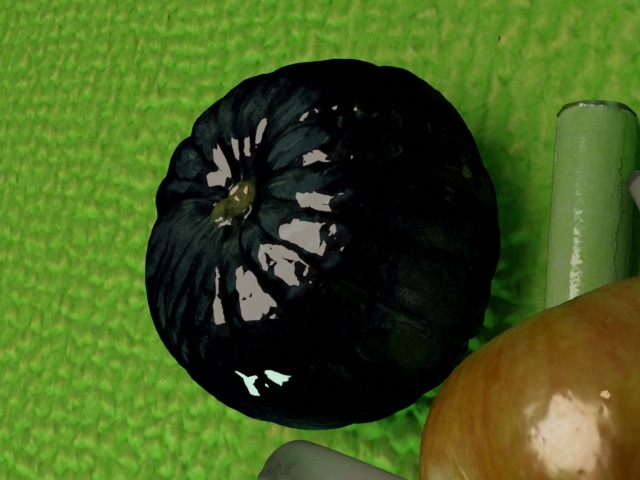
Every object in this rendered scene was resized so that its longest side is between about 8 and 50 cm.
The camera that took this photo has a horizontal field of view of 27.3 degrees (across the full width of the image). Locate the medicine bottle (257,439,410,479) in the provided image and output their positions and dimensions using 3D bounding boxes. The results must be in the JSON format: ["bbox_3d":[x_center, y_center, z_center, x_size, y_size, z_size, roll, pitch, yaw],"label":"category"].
[{"bbox_3d":[0.017,0.342,1.086,0.241,0.241,0.302,11,75,49],"label":"medicine bottle"}]

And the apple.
[{"bbox_3d":[0.216,0.157,0.924,0.286,0.286,0.233,-36,72,33],"label":"apple"}]

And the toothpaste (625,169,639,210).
[{"bbox_3d":[0.326,0.050,1.039,0.282,0.068,0.099,65,150,33],"label":"toothpaste"}]

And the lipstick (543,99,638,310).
[{"bbox_3d":[0.231,0.027,1.136,0.076,0.076,0.304,-9,69,45],"label":"lipstick"}]

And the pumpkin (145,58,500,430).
[{"bbox_3d":[0.000,0.000,1.253,0.363,0.266,0.363,-26,51,38],"label":"pumpkin"}]
